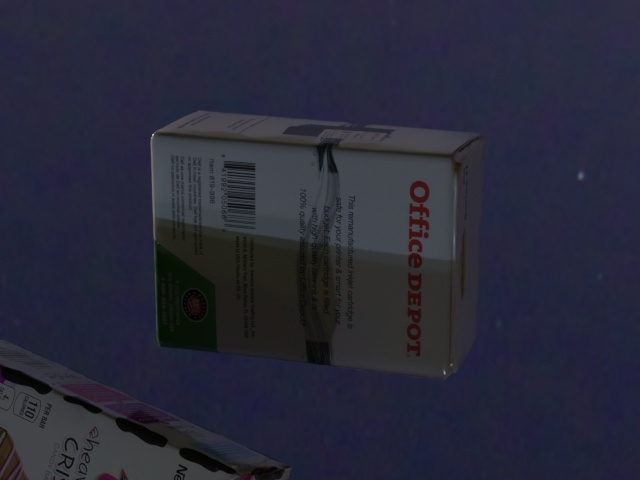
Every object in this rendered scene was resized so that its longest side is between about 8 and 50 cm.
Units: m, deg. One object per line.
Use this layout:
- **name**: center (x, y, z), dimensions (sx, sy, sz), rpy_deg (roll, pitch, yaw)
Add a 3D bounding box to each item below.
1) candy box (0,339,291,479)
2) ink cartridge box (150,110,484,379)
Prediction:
- **candy box**: center (-0.152, 0.173, 1.041), dimensions (0.233, 0.159, 0.071), rpy_deg (20, -174, 25)
- **ink cartridge box**: center (0.000, 0.000, 1.112), dimensions (0.208, 0.153, 0.087), rpy_deg (7, -163, 18)
